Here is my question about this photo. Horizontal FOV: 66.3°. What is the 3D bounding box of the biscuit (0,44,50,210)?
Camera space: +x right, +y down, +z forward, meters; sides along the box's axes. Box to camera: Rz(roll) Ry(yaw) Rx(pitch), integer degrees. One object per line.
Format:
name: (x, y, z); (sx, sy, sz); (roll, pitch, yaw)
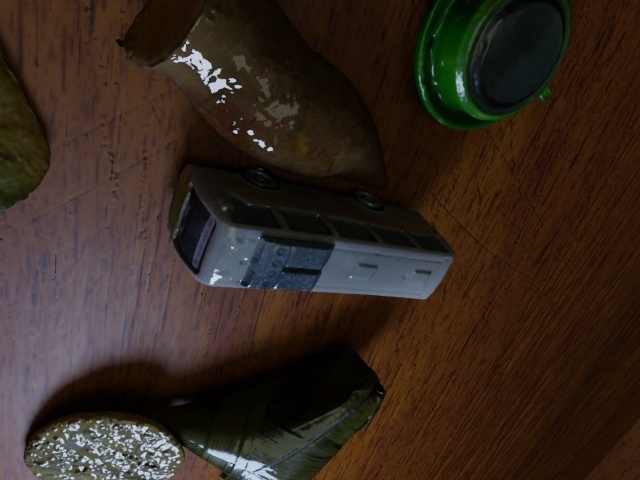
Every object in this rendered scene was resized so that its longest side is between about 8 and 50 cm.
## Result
biscuit: (-0.304, -0.126, 0.379); (0.118, 0.028, 0.247); (-45, 142, -37)

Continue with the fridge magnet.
fridge magnet: (0.201, -0.223, 0.559); (0.207, 0.088, 0.208); (-15, 130, -18)

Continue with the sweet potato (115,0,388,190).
sweet potato: (-0.026, -0.125, 0.492); (0.131, 0.131, 0.336); (-45, 131, 9)

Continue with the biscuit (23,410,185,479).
biscuit: (-0.303, 0.308, 0.696); (0.219, 0.033, 0.220); (-3, 127, -4)

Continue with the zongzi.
zongzi: (-0.081, 0.250, 0.756); (0.300, 0.138, 0.286); (41, 93, -25)

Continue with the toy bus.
toy bus: (0.000, 0.000, 0.588); (0.342, 0.138, 0.097); (7, 123, -34)
